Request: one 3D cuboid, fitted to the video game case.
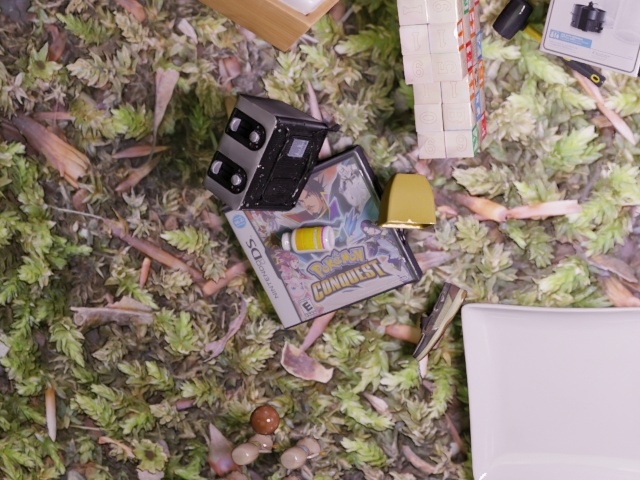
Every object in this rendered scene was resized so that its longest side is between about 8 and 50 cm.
[{"bbox_3d":[0.000,0.000,1.977,0.275,0.035,0.248,-22,102,25],"label":"video game case"}]

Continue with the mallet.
[{"bbox_3d":[0.354,-0.301,1.747,0.190,0.039,0.062,29,114,1],"label":"mallet"}]

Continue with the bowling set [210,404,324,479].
[{"bbox_3d":[-0.069,0.395,2.113,0.287,0.154,0.199,7,93,18],"label":"bowling set"}]

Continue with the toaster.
[{"bbox_3d":[-0.083,-0.139,1.867,0.110,0.186,0.168,34,109,29],"label":"toaster"}]

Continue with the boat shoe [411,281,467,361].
[{"bbox_3d":[0.193,0.136,1.958,0.049,0.056,0.152,34,107,9],"label":"boat shoe"}]

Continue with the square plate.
[{"bbox_3d":[0.418,0.259,1.928,0.347,0.049,0.344,0,111,19],"label":"square plate"}]

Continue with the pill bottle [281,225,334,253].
[{"bbox_3d":[-0.021,-0.001,1.939,0.083,0.043,0.043,-4,109,19],"label":"pill bottle"}]

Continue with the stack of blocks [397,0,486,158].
[{"bbox_3d":[0.185,-0.276,1.734,0.087,0.171,0.297,0,111,19],"label":"stack of blocks"}]

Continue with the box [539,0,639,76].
[{"bbox_3d":[0.423,-0.387,1.609,0.169,0.087,0.290,27,114,38],"label":"box"}]

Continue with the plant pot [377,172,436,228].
[{"bbox_3d":[0.139,-0.065,1.873,0.082,0.081,0.083,2,85,-9],"label":"plant pot"}]

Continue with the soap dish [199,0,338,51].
[{"bbox_3d":[-0.097,-0.422,1.752,0.291,0.229,0.118,32,133,5],"label":"soap dish"}]
